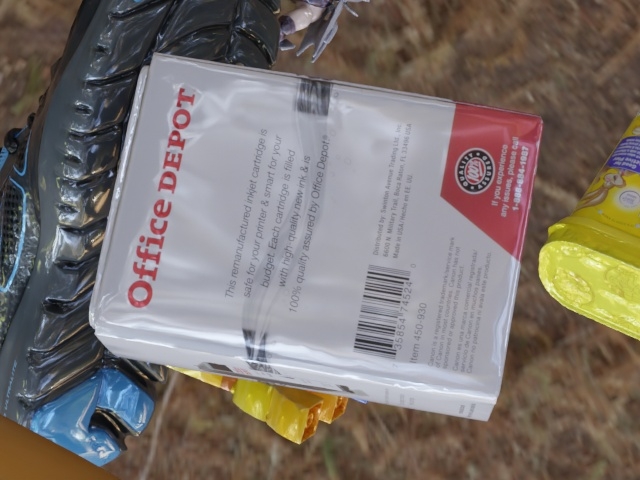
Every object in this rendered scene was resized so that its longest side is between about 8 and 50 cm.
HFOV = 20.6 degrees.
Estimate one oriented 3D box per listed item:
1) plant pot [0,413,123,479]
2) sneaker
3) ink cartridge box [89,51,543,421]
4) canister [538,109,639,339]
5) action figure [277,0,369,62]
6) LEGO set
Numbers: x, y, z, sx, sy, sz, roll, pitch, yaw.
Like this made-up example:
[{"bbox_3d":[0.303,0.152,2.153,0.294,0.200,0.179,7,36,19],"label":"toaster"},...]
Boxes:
[{"bbox_3d":[-0.039,0.163,0.352,0.188,0.205,0.205,24,107,13],"label":"plant pot"},{"bbox_3d":[-0.132,-0.044,0.963,0.125,0.139,0.341,4,115,-45],"label":"sneaker"},{"bbox_3d":[0.000,0.000,0.597,0.135,0.056,0.099,10,77,5],"label":"ink cartridge box"},{"bbox_3d":[0.235,-0.021,1.136,0.126,0.170,0.073,24,148,22],"label":"canister"},{"bbox_3d":[-0.061,-0.272,1.581,0.285,0.099,0.185,21,74,-35],"label":"action figure"},{"bbox_3d":[-0.020,0.040,0.877,0.093,0.227,0.087,20,104,18],"label":"LEGO set"}]
